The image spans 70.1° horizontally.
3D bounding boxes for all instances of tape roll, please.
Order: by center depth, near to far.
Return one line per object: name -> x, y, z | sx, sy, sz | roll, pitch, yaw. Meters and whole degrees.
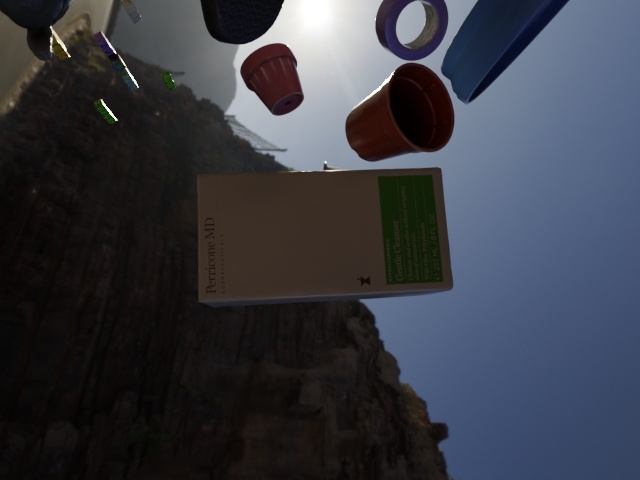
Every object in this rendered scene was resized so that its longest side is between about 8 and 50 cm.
tape roll -> 0.255, -0.610, 1.280 | 0.189, 0.189, 0.080 | -60, -150, 22

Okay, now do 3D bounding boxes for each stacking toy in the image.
stacking toy -> -0.406, -0.354, 0.906 | 0.167, 0.221, 0.052 | -30, -120, -8

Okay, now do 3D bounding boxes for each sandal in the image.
sandal -> -0.079, -0.301, 0.399 | 0.055, 0.097, 0.254 | 5, -81, 35

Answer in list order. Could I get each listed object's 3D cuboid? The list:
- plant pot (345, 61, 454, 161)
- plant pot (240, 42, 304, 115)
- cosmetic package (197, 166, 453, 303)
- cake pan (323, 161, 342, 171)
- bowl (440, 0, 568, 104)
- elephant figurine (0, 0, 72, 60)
plant pot -> 0.234, -0.379, 1.457 | 0.265, 0.273, 0.272 | -12, -115, 58
plant pot -> -0.151, -0.544, 1.579 | 0.201, 0.201, 0.180 | -38, -105, 47
cosmetic package -> 0.000, 0.000, 0.723 | 0.155, 0.366, 0.196 | 123, -37, -79
cake pan -> 0.033, -0.084, 1.345 | 0.293, 0.054, 0.293 | -179, -90, -88
bowl -> 0.335, -0.386, 0.693 | 0.391, 0.077, 0.391 | -46, 174, -6
elephant figurine -> -0.327, -0.390, 0.558 | 0.240, 0.186, 0.169 | -23, -122, 14
